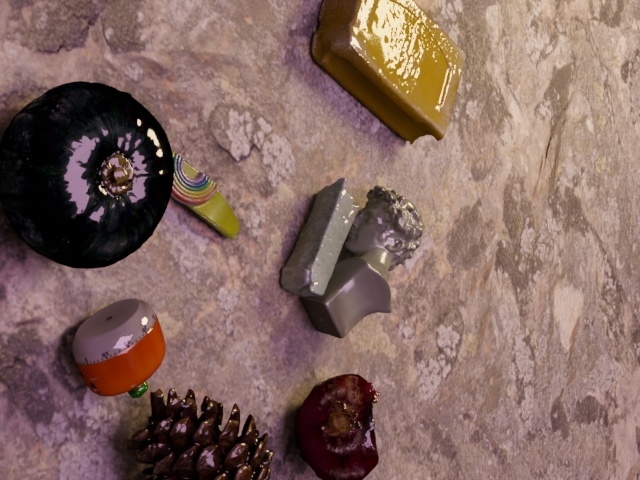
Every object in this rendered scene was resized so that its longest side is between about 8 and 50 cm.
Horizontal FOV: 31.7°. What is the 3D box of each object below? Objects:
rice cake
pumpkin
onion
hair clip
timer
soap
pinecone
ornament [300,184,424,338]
[{"bbox_3d":[0.000,0.000,1.824,0.063,0.069,0.206,45,54,-37],"label":"rice cake"},{"bbox_3d":[-0.291,-0.080,1.408,0.233,0.163,0.233,2,87,-47],"label":"pumpkin"},{"bbox_3d":[0.024,0.312,1.814,0.198,0.135,0.173,95,-5,-62],"label":"onion"},{"bbox_3d":[-0.174,-0.061,1.644,0.188,0.033,0.060,45,57,-39],"label":"hair clip"},{"bbox_3d":[-0.261,0.153,1.491,0.136,0.099,0.136,-16,113,-42],"label":"timer"},{"bbox_3d":[0.124,-0.326,1.963,0.315,0.091,0.199,37,60,-43],"label":"soap"},{"bbox_3d":[-0.168,0.303,1.536,0.204,0.179,0.184,32,51,-15],"label":"pinecone"},{"bbox_3d":[0.082,0.043,1.878,0.130,0.120,0.285,53,53,-37],"label":"ornament"}]
